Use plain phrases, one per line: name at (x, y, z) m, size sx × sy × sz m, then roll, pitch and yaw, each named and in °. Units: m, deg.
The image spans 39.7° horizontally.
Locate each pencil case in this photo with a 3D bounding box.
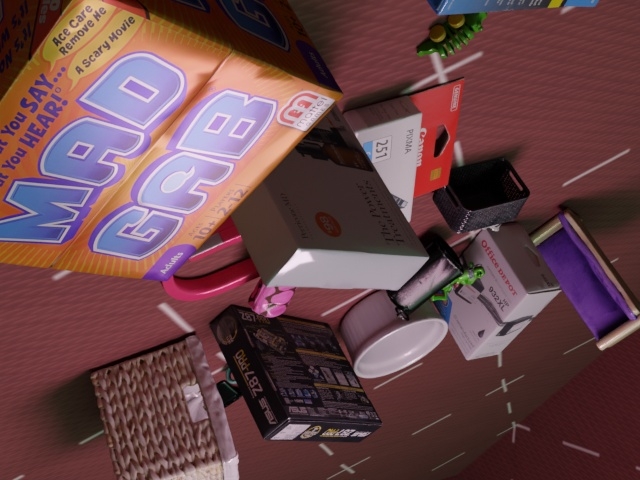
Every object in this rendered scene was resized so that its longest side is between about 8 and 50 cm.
pencil case at (-0.087, 0.080, 1.826) m, size 0.098 × 0.095 × 0.209 m, roll -53°, pitch 172°, yaw -41°

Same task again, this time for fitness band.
fitness band at (-0.189, 0.031, 1.803) m, size 0.291 × 0.054 × 0.209 m, roll -22°, pitch 153°, yaw -8°

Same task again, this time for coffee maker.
coffee maker at (0.256, 0.093, 2.151) m, size 0.178 × 0.171 × 0.120 m, roll -40°, pitch 133°, yaw 18°

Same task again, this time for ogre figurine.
ogre figurine at (0.325, 0.101, 2.273) m, size 0.118 × 0.197 × 0.097 m, roll -13°, pitch 105°, yaw -28°

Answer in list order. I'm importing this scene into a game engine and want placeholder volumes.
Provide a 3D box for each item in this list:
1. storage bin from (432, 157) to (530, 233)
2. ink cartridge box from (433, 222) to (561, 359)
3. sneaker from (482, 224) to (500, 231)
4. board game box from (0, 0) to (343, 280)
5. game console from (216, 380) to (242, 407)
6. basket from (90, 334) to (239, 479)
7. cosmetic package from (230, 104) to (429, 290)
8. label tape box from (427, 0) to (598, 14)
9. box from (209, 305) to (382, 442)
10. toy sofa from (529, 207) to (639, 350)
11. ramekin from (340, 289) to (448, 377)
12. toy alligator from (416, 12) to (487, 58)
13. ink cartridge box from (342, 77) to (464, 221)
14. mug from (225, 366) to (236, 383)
storage bin at (0.357, -0.100, 1.972) m, size 0.180 × 0.122 × 0.084 m, roll -13°, pitch 148°, yaw -24°
ink cartridge box at (0.451, 0.135, 2.328) m, size 0.129 × 0.223 × 0.307 m, roll -6°, pitch 144°, yaw -33°
sneaker at (0.414, -0.051, 2.197) m, size 0.109 × 0.040 × 0.043 m, roll 3°, pitch 123°, yaw -48°
board game box at (-0.269, -0.212, 1.018) m, size 0.356 × 0.356 × 0.356 m, roll -44°, pitch 147°, yaw 26°
game console at (-0.277, 0.422, 2.396) m, size 0.122 × 0.071 × 0.107 m, roll -33°, pitch -179°, yaw 12°
basket at (-0.356, 0.458, 2.072) m, size 0.266 × 0.328 × 0.331 m, roll -16°, pitch 150°, yaw -13°
cosmetic package at (-0.031, -0.097, 1.385) m, size 0.284 × 0.377 × 0.097 m, roll 2°, pitch 139°, yaw -43°
label tape box at (0.332, -0.478, 1.358) m, size 0.334 × 0.106 × 0.240 m, roll -11°, pitch 147°, yaw -29°
box at (-0.050, 0.323, 2.110) m, size 0.097 × 0.318 × 0.395 m, roll -41°, pitch 150°, yaw 21°
toy sofa at (0.703, 0.100, 2.343) m, size 0.150 × 0.362 × 0.177 m, roll -39°, pitch 156°, yaw 21°
ramekin at (0.187, 0.237, 2.361) m, size 0.277 × 0.135 × 0.277 m, roll -21°, pitch 150°, yaw -13°
toy alligator at (0.253, -0.367, 1.526) m, size 0.190 × 0.051 × 0.056 m, roll -35°, pitch 151°, yaw 13°
ink cartridge box at (0.168, -0.155, 1.741) m, size 0.261 × 0.066 × 0.296 m, roll -19°, pitch 141°, yaw -15°
mug at (-0.151, 0.326, 2.243) m, size 0.158 × 0.097 × 0.129 m, roll 10°, pitch 165°, yaw -16°
